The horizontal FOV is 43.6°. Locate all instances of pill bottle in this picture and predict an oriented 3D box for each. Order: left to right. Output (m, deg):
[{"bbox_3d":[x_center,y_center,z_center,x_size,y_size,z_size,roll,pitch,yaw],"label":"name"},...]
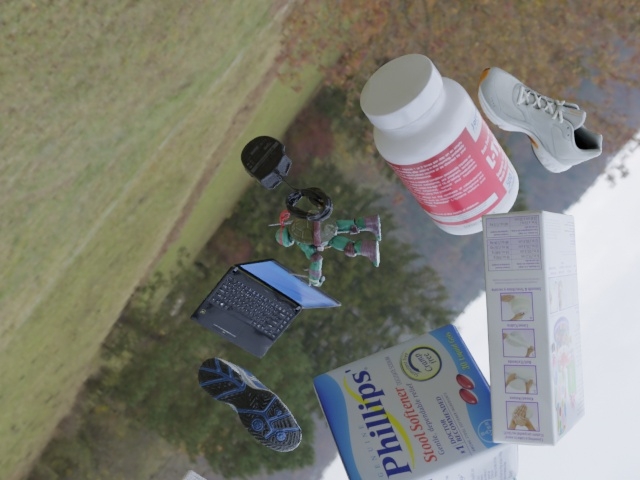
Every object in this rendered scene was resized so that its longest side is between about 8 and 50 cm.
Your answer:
[{"bbox_3d":[0.263,-0.211,1.778,0.229,0.408,0.229,-22,-135,24],"label":"pill bottle"}]

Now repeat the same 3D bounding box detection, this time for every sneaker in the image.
[{"bbox_3d":[-0.111,0.271,1.362,0.080,0.211,0.081,-49,169,6],"label":"sneaker"},{"bbox_3d":[0.391,-0.224,1.395,0.121,0.262,0.099,-14,-132,57],"label":"sneaker"}]

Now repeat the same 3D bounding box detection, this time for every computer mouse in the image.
[{"bbox_3d":[-0.049,-0.090,1.200,0.071,0.242,0.041,-46,135,2],"label":"computer mouse"}]

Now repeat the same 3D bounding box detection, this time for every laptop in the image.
[{"bbox_3d":[-0.130,0.168,1.904,0.264,0.234,0.136,-50,-149,8],"label":"laptop"}]

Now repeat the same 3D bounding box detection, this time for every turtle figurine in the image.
[{"bbox_3d":[0.000,0.000,1.581,0.118,0.234,0.175,69,22,-62],"label":"turtle figurine"}]

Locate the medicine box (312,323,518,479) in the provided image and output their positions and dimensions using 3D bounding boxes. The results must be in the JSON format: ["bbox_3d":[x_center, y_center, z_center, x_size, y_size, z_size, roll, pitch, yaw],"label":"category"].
[{"bbox_3d":[0.168,0.335,1.442,0.289,0.263,0.149,-21,138,-5],"label":"medicine box"}]

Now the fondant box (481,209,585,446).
[{"bbox_3d":[0.330,0.123,1.221,0.238,0.096,0.330,1,85,-62],"label":"fondant box"}]

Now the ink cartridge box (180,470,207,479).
[{"bbox_3d":[-0.282,0.568,1.474,0.172,0.100,0.237,-64,172,20],"label":"ink cartridge box"}]

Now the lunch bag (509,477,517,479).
[{"bbox_3d":[0.309,0.541,1.809,0.223,0.262,0.160,24,94,-42],"label":"lunch bag"}]
